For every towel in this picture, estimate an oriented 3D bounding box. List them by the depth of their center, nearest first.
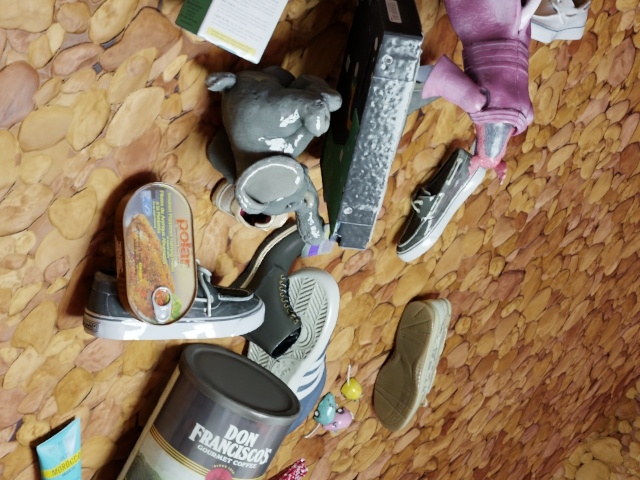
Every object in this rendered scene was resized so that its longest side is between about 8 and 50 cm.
[{"bbox_3d":[0.000,0.000,2.178,0.083,0.009,0.060,-6,126,-53],"label":"towel"},{"bbox_3d":[-0.148,0.485,2.310,0.199,0.031,0.275,-38,180,38],"label":"towel"}]

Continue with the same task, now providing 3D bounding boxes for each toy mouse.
[{"bbox_3d":[0.029,0.326,2.534,0.143,0.031,0.161,-44,149,-16],"label":"toy mouse"}]

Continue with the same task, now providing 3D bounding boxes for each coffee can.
[{"bbox_3d":[-0.180,0.326,2.069,0.201,0.201,0.275,6,116,-57],"label":"coffee can"}]

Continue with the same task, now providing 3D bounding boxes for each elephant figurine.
[{"bbox_3d":[-0.070,-0.103,1.815,0.169,0.186,0.239,-53,161,-67],"label":"elephant figurine"}]

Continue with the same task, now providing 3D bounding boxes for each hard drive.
[{"bbox_3d":[0.067,-0.188,1.876,0.064,0.237,0.339,8,123,-10],"label":"hard drive"}]

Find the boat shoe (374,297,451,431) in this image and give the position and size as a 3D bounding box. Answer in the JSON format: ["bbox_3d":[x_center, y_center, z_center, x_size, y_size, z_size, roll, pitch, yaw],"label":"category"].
[{"bbox_3d":[0.185,0.241,2.593,0.089,0.104,0.285,-12,129,-46],"label":"boat shoe"}]

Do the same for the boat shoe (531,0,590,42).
[{"bbox_3d":[0.376,-0.384,2.247,0.258,0.095,0.084,-20,133,-59],"label":"boat shoe"}]

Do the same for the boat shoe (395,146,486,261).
[{"bbox_3d":[0.191,-0.065,2.331,0.070,0.078,0.219,34,96,-26],"label":"boat shoe"}]

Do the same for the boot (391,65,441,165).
[{"bbox_3d":[0.114,-0.163,2.107,0.190,0.076,0.208,-10,123,-32],"label":"boot"}]

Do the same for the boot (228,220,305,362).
[{"bbox_3d":[-0.053,0.081,2.059,0.198,0.137,0.077,-53,150,-3],"label":"boot"}]

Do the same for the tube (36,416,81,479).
[{"bbox_3d":[-0.379,0.354,1.980,0.080,0.052,0.207,-40,143,-44],"label":"tube"}]

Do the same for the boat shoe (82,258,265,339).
[{"bbox_3d":[-0.195,0.073,1.886,0.306,0.113,0.105,1,104,-41],"label":"boat shoe"}]

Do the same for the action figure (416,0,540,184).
[{"bbox_3d":[0.267,-0.264,1.963,0.248,0.276,0.370,9,74,-39],"label":"action figure"}]

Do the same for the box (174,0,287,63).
[{"bbox_3d":[-0.074,-0.344,1.611,0.100,0.060,0.244,21,97,-42],"label":"box"}]

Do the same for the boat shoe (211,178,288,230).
[{"bbox_3d":[-0.092,-0.040,1.957,0.063,0.059,0.170,-58,150,8],"label":"boat shoe"}]

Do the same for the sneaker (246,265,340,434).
[{"bbox_3d":[-0.036,0.177,2.213,0.148,0.131,0.350,-23,145,-52],"label":"sneaker"}]

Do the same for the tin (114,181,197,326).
[{"bbox_3d":[-0.216,0.018,1.776,0.106,0.040,0.189,-4,94,-31],"label":"tin"}]
